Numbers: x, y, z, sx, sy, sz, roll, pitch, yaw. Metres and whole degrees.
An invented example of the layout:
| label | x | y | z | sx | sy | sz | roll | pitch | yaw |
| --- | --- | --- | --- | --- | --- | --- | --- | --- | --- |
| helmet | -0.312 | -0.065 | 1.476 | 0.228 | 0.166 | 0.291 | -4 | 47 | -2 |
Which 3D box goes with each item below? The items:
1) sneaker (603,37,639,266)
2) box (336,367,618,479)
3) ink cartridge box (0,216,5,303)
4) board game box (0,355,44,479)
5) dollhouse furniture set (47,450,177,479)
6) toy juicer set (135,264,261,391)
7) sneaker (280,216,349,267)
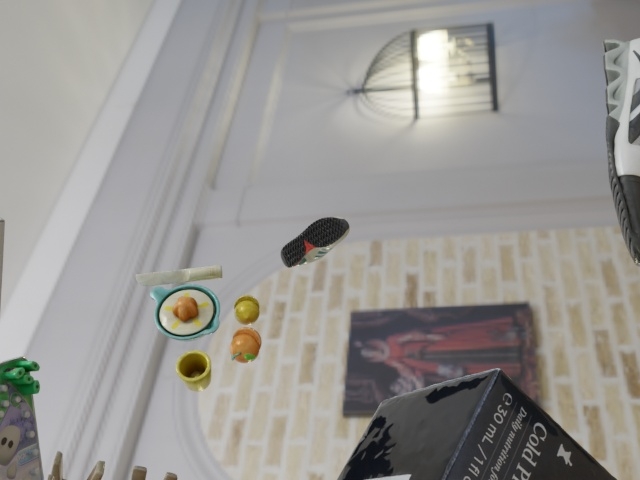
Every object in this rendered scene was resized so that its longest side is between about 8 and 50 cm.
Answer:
| label | x | y | z | sx | sy | sz | roll | pitch | yaw |
| --- | --- | --- | --- | --- | --- | --- | --- | --- | --- |
| sneaker | 0.427 | -0.125 | 1.002 | 0.122 | 0.146 | 0.331 | 50 | -138 | -54 |
| box | 0.217 | 0.517 | 1.084 | 0.472 | 0.297 | 0.480 | 43 | -125 | -11 |
| ink cartridge box | -0.636 | 0.007 | 1.283 | 0.129 | 0.307 | 0.223 | -19 | -47 | -47 |
| board game box | -0.633 | 0.440 | 1.476 | 0.390 | 0.050 | 0.390 | -13 | -83 | -66 |
| dollhouse furniture set | -0.213 | 0.381 | 0.965 | 0.259 | 0.262 | 0.135 | -146 | 74 | -76 |
| toy juicer set | -0.237 | 0.134 | 1.668 | 0.329 | 0.209 | 0.089 | 57 | 163 | 36 |
| sneaker | 0.000 | 0.000 | 1.573 | 0.075 | 0.161 | 0.057 | -5 | -115 | -58 |
